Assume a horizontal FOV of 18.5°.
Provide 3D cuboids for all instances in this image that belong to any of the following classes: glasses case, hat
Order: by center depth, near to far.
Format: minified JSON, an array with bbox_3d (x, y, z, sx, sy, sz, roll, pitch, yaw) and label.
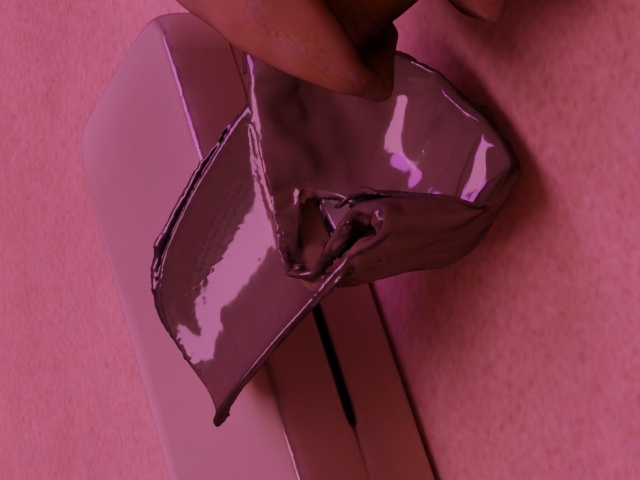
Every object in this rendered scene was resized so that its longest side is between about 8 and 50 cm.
[{"bbox_3d":[0.000,0.000,0.840,0.175,0.085,0.147,-56,40,27],"label":"hat"},{"bbox_3d":[-0.033,0.048,0.945,0.131,0.070,0.312,-51,51,50],"label":"glasses case"}]

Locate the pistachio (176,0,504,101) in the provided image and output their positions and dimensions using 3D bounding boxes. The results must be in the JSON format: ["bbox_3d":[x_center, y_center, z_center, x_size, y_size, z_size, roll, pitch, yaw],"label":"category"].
[{"bbox_3d":[-0.023,-0.201,0.796,0.193,0.214,0.318,-28,71,15],"label":"pistachio"}]
